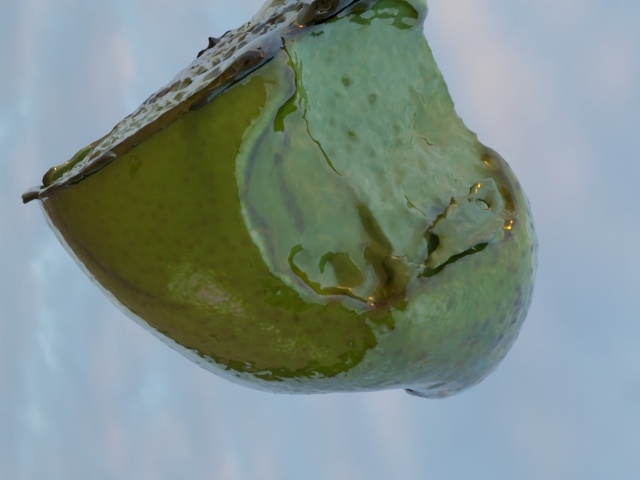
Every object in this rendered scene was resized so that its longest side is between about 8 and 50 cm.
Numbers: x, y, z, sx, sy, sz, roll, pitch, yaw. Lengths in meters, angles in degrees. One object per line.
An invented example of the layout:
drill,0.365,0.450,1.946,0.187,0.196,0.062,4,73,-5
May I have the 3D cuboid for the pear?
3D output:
pear,0.000,0.000,0.821,0.164,0.238,0.255,-5,-60,59
